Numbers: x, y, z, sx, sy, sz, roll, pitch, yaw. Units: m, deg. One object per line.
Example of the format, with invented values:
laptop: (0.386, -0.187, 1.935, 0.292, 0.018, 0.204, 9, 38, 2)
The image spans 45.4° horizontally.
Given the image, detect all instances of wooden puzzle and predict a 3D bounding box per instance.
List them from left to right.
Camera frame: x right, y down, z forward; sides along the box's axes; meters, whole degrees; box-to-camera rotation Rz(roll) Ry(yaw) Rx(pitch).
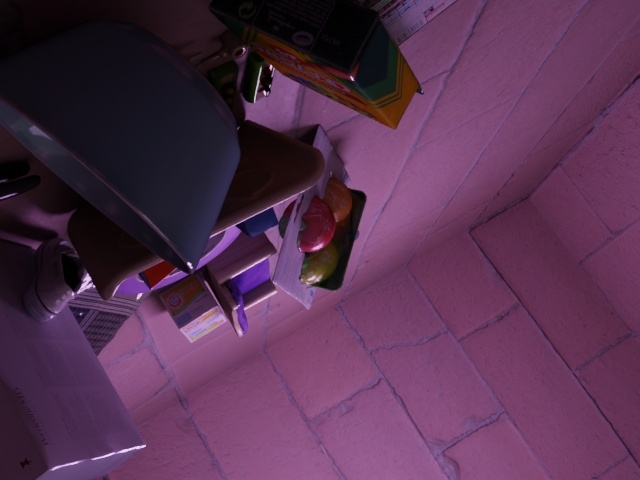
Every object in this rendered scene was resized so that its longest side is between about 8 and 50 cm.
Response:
wooden puzzle: (-0.190, -0.046, 1.132, 0.348, 0.080, 0.322, -32, -152, -14)

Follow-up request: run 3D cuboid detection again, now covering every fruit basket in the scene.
fruit basket: (-0.023, -0.035, 1.622, 0.353, 0.166, 0.326, 41, 64, -68)

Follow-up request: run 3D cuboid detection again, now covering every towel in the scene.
towel: (-0.504, 0.179, 1.533, 0.312, 0.056, 0.324, -51, 165, -1)

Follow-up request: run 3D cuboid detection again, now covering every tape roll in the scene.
tape roll: (-0.277, -0.010, 1.418, 0.275, 0.090, 0.275, -32, 166, -9)

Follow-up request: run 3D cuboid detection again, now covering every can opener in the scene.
can opener: (-0.434, -0.061, 0.949, 0.186, 0.059, 0.073, -17, 158, -49)

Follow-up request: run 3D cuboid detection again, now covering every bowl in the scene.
bowl: (-0.211, -0.121, 0.849, 0.163, 0.312, 0.311, -52, 170, -14)

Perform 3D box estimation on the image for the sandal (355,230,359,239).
sandal: (0.000, 0.000, 2.181, 0.255, 0.054, 0.097, -15, 152, -26)

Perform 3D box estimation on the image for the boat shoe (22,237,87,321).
boat shoe: (-0.392, 0.050, 1.178, 0.076, 0.083, 0.226, -31, -152, 4)

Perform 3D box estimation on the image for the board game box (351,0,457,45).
board game box: (0.104, -0.383, 0.883, 0.232, 0.141, 0.291, -36, 166, 10)

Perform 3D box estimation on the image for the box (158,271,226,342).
box: (-0.317, 0.170, 1.916, 0.114, 0.103, 0.203, -31, 166, -10)

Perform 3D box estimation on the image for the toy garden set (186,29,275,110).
toy garden set: (-0.156, -0.213, 1.074, 0.244, 0.049, 0.204, -28, 165, -21)

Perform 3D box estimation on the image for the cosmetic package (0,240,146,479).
cosmetic package: (-0.426, 0.165, 1.072, 0.097, 0.377, 0.284, -35, 166, 2)

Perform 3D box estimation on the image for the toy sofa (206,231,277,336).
toy sofa: (-0.178, 0.090, 1.804, 0.150, 0.177, 0.362, -30, 165, -12)

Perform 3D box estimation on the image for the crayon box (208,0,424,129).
crayon box: (0.013, -0.243, 1.010, 0.081, 0.202, 0.318, -63, 162, 4)
